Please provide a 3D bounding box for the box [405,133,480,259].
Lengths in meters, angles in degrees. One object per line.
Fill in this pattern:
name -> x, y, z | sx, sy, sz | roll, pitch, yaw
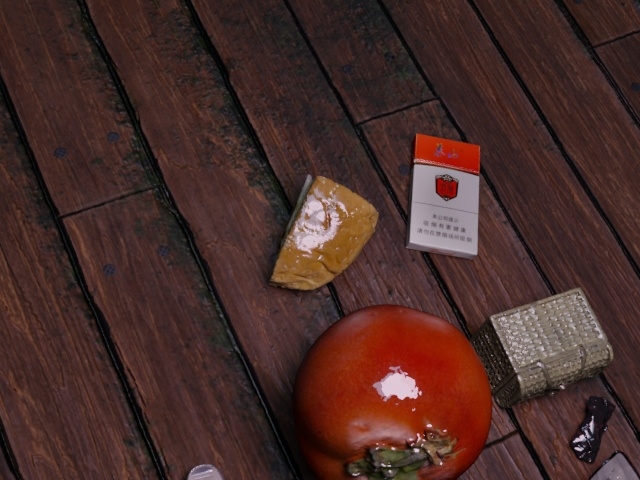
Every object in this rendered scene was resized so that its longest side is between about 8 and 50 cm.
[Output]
box -> 0.239, -0.087, 1.748 | 0.139, 0.035, 0.245 | 11, 64, -7

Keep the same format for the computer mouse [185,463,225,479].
computer mouse -> -0.180, 0.405, 1.429 | 0.066, 0.039, 0.096 | -10, 60, -17

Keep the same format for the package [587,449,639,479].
package -> 0.462, 0.478, 1.508 | 0.239, 0.030, 0.154 | -31, 97, -24

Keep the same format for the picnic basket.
picnic basket -> 0.392, 0.197, 1.595 | 0.196, 0.134, 0.154 | -15, 66, -18

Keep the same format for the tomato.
tomato -> 0.110, 0.250, 1.431 | 0.322, 0.321, 0.321 | 5, 65, -10

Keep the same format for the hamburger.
hamburger -> 0.000, 0.000, 1.603 | 0.155, 0.135, 0.207 | 28, 65, 4

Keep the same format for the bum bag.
bum bag -> 0.484, 0.333, 1.605 | 0.058, 0.034, 0.124 | 34, 63, -5
